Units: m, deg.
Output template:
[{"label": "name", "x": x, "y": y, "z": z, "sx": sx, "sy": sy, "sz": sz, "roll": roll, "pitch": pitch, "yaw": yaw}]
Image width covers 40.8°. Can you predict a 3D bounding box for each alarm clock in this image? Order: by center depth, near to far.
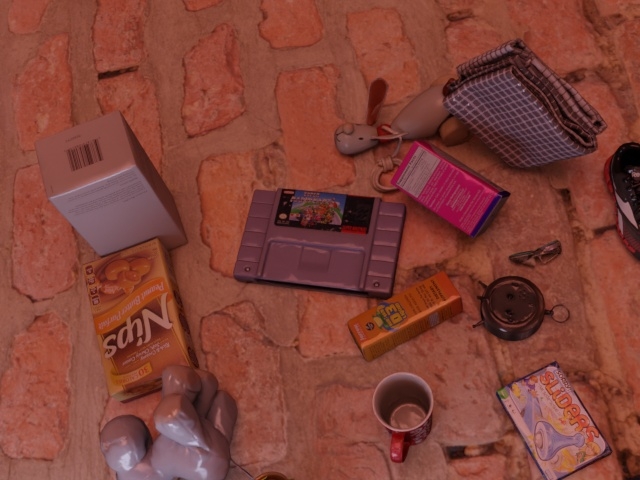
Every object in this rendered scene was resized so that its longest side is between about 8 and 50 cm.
[{"label": "alarm clock", "x": 0.414, "y": 0.139, "z": 1.766, "sx": 0.192, "sy": 0.064, "sz": 0.129, "roll": 7, "pitch": 65, "yaw": 10}]

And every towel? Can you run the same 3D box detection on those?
[{"label": "towel", "x": 0.419, "y": -0.272, "z": 1.804, "sx": 0.284, "sy": 0.235, "sz": 0.121, "roll": 38, "pitch": 71, "yaw": -18}]

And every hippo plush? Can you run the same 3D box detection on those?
[{"label": "hippo plush", "x": -0.298, "y": 0.405, "z": 1.715, "sx": 0.237, "sy": 0.234, "sz": 0.294, "roll": -26, "pitch": 104, "yaw": 16}]

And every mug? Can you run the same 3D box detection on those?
[{"label": "mug", "x": 0.153, "y": 0.344, "z": 1.649, "sx": 0.113, "sy": 0.169, "sz": 0.150, "roll": 34, "pitch": 75, "yaw": 22}]

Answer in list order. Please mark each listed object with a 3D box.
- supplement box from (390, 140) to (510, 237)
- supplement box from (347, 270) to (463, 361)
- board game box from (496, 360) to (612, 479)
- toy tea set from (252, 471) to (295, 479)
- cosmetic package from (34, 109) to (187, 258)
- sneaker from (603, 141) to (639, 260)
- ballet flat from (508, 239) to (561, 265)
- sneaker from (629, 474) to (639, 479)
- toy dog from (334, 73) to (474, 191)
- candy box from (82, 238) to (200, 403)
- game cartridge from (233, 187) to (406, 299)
[{"label": "supplement box", "x": 0.278, "y": -0.113, "z": 1.847, "sx": 0.220, "sy": 0.111, "sz": 0.114, "roll": 36, "pitch": 107, "yaw": 15}, {"label": "supplement box", "x": 0.176, "y": 0.158, "z": 1.789, "sx": 0.233, "sy": 0.080, "sz": 0.078, "roll": -29, "pitch": 60, "yaw": -2}, {"label": "board game box", "x": 0.449, "y": 0.352, "z": 1.667, "sx": 0.136, "sy": 0.035, "sz": 0.201, "roll": -27, "pitch": 63, "yaw": -3}, {"label": "toy tea set", "x": -0.149, "y": 0.586, "z": 1.561, "sx": 0.336, "sy": 0.200, "sz": 0.124, "roll": -34, "pitch": 26, "yaw": -7}, {"label": "cosmetic package", "x": -0.442, "y": -0.094, "z": 1.861, "sx": 0.197, "sy": 0.365, "sz": 0.155, "roll": -21, "pitch": 64, "yaw": -3}, {"label": "sneaker", "x": 0.664, "y": -0.086, "z": 1.789, "sx": 0.098, "sy": 0.135, "sz": 0.276, "roll": -9, "pitch": 64, "yaw": 4}, {"label": "ballet flat", "x": 0.458, "y": 0.033, "z": 1.822, "sx": 0.114, "sy": 0.041, "sz": 0.041, "roll": -18, "pitch": 62, "yaw": 2}, {"label": "sneaker", "x": 0.585, "y": 0.498, "z": 1.565, "sx": 0.053, "sy": 0.059, "sz": 0.144, "roll": -18, "pitch": 40, "yaw": 36}, {"label": "toy dog", "x": 0.200, "y": -0.285, "z": 1.954, "sx": 0.334, "sy": 0.161, "sz": 0.220, "roll": -34, "pitch": 63, "yaw": -7}, {"label": "candy box", "x": -0.392, "y": 0.172, "z": 1.874, "sx": 0.183, "sy": 0.087, "sz": 0.316, "roll": -20, "pitch": 64, "yaw": 1}, {"label": "game cartridge", "x": 0.000, "y": 0.000, "z": 1.910, "sx": 0.355, "sy": 0.068, "sz": 0.230, "roll": 6, "pitch": 70, "yaw": 13}]
